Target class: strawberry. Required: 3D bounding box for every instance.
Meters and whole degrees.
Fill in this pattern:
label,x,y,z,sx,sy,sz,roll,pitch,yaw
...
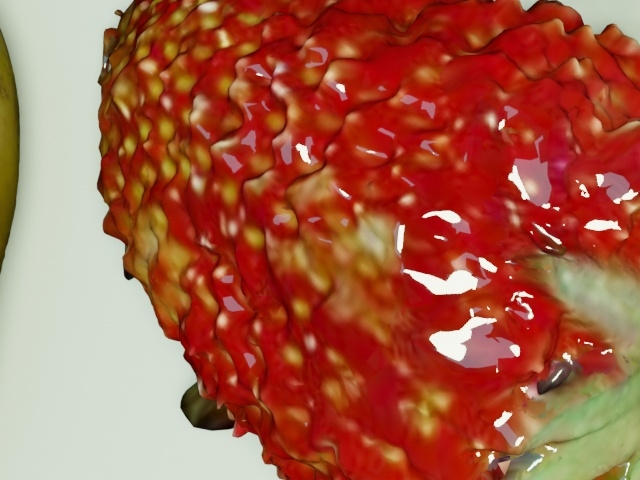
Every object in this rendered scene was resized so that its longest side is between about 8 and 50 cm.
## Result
label,x,y,z,sx,sy,sz,roll,pitch,yaw
strawberry,0.000,0.000,0.669,0.306,0.138,0.233,21,100,23

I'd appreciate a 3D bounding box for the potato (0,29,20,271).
label,x,y,z,sx,sy,sz,roll,pitch,yaw
potato,-0.243,0.032,0.781,0.195,0.176,0.369,24,92,65
